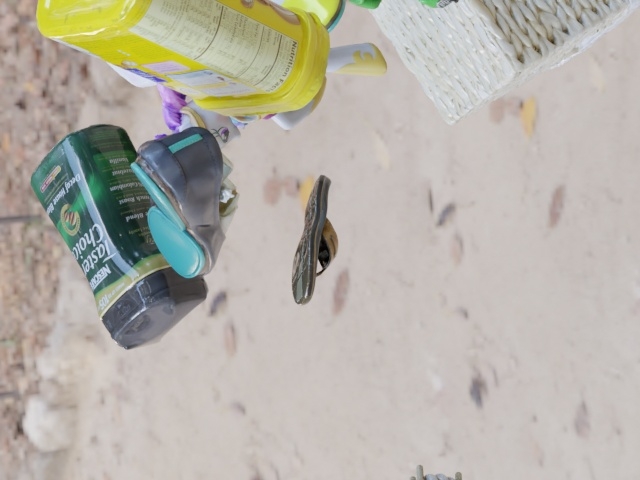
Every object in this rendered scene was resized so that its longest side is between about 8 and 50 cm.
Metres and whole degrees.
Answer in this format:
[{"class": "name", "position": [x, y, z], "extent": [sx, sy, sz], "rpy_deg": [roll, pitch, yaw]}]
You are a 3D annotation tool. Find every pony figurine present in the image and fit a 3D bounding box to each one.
[{"class": "pony figurine", "position": [-0.129, -0.272, 1.618], "extent": [0.303, 0.363, 0.351], "rpy_deg": [-24, 99, 54]}]

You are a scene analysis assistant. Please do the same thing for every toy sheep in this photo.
[{"class": "toy sheep", "position": [0.168, 0.369, 1.721], "extent": [0.091, 0.132, 0.091], "rpy_deg": [-170, 90, -80]}]

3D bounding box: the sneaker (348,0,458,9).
[{"class": "sneaker", "position": [0.185, -0.362, 1.527], "extent": [0.344, 0.134, 0.146], "rpy_deg": [-5, 83, 22]}]

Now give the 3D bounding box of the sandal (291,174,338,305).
[{"class": "sandal", "position": [0.000, 0.000, 1.958], "extent": [0.090, 0.060, 0.219], "rpy_deg": [129, 154, -61]}]

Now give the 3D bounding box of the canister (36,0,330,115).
[{"class": "canister", "position": [-0.095, -0.148, 0.852], "extent": [0.126, 0.170, 0.073], "rpy_deg": [1, 78, 44]}]

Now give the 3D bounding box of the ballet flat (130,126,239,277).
[{"class": "ballet flat", "position": [-0.090, -0.029, 0.896], "extent": [0.203, 0.074, 0.074], "rpy_deg": [93, 163, -70]}]

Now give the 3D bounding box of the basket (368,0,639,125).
[{"class": "basket", "position": [0.257, -0.388, 1.850], "extent": [0.331, 0.266, 0.328], "rpy_deg": [55, 164, 0]}]

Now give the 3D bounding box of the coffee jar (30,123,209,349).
[{"class": "coffee jar", "position": [-0.173, -0.002, 1.052], "extent": [0.096, 0.079, 0.184], "rpy_deg": [-42, 71, 35]}]

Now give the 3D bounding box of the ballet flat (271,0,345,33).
[{"class": "ballet flat", "position": [-0.046, -0.252, 1.218], "extent": [0.077, 0.077, 0.231], "rpy_deg": [-57, 25, 8]}]
